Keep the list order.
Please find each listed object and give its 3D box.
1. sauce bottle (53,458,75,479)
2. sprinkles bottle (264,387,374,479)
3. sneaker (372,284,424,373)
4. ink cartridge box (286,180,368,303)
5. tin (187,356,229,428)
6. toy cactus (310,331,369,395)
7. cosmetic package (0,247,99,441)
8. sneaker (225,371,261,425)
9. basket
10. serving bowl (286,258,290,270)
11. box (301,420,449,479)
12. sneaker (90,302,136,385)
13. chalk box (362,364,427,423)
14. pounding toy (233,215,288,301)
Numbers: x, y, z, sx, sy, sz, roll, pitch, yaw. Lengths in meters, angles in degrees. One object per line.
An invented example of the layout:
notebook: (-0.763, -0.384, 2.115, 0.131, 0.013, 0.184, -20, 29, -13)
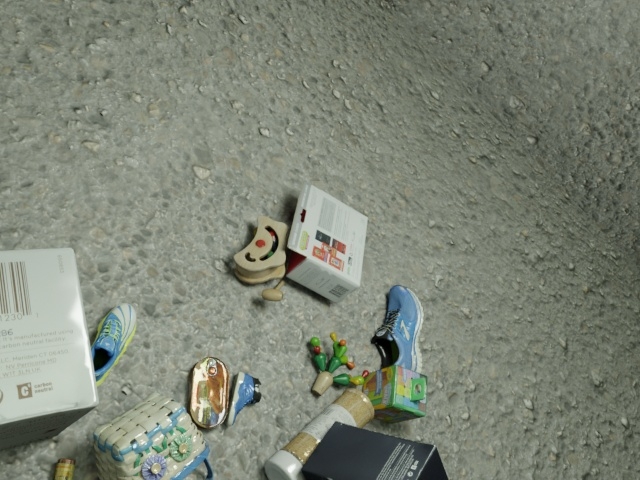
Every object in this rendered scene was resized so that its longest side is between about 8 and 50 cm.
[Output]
sauce bottle: (-0.578, 0.554, 1.310, 0.042, 0.042, 0.128, 16, 58, -28)
sprinkles bottle: (0.006, 0.562, 1.663, 0.355, 0.121, 0.121, -31, 87, -41)
sneaker: (0.256, 0.299, 1.969, 0.147, 0.130, 0.330, 18, 58, -30)
ink cartridge box: (0.000, 0.000, 1.913, 0.272, 0.130, 0.309, 30, 44, -19)
tin: (-0.302, 0.409, 1.582, 0.106, 0.040, 0.189, 18, 58, -32)
toy cactus: (0.042, 0.395, 1.799, 0.219, 0.112, 0.180, 47, 59, -17)
cosmetic package: (-0.673, 0.239, 1.170, 0.329, 0.394, 0.327, -5, 70, -36)
sneaker: (-0.206, 0.442, 1.617, 0.085, 0.058, 0.152, 22, 49, -15)
basket: (-0.388, 0.529, 1.371, 0.255, 0.201, 0.288, -33, 122, -40)
serving bowl: (-0.077, 0.095, 1.904, 0.083, 0.027, 0.083, 16, 59, -29)
box: (0.170, 0.677, 1.522, 0.179, 0.313, 0.343, -44, 122, -40)
sneaker: (-0.512, 0.250, 1.455, 0.091, 0.126, 0.240, 31, 54, -19)
chalk box: (0.241, 0.471, 1.813, 0.132, 0.213, 0.132, 24, 55, -23)
pounding toy: (-0.184, 0.071, 1.815, 0.154, 0.154, 0.269, 4, 51, -2)
